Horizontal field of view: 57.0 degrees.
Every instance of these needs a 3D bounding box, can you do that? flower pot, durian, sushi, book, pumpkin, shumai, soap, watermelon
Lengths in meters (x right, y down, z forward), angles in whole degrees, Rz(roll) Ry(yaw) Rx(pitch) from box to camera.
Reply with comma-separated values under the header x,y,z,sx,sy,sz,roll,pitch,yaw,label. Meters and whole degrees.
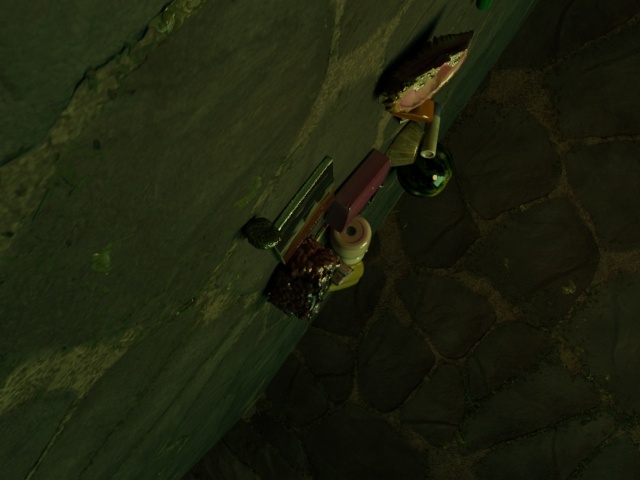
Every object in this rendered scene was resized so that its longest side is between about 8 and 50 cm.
x,y,z,sx,sy,sz,roll,pitch,yaw,label
0.049,0.119,2.417,0.179,0.195,0.195,-23,151,-47,flower pot
0.264,-0.447,1.582,0.341,0.112,0.191,-41,175,-24,durian
-0.042,0.123,1.944,0.236,0.171,0.270,-42,161,-51,sushi
-0.046,-0.071,1.650,0.262,0.028,0.374,-54,171,-8,book
0.340,-0.362,2.303,0.217,0.110,0.217,-52,165,-21,pumpkin
-0.136,-0.005,1.303,0.083,0.082,0.080,1,150,-27,shumai
0.000,0.000,2.164,0.232,0.022,0.162,-53,168,2,book
0.126,-0.167,1.991,0.259,0.081,0.181,-50,170,-25,soap
0.467,-0.318,2.655,0.269,0.269,0.269,-52,171,-12,watermelon

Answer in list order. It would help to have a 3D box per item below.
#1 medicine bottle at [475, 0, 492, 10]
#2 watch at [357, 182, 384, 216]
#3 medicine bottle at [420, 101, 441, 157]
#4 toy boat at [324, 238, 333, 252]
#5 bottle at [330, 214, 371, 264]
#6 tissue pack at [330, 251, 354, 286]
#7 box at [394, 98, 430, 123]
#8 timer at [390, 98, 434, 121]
x,y,z,sx,sy,sz,roll,pitch,yaw,label
0.494,-0.753,1.717,0.095,0.064,0.260,-53,172,-2,medicine bottle
0.158,-0.158,2.248,0.206,0.068,0.193,-48,171,-20,watch
0.442,-0.442,2.352,0.059,0.059,0.230,103,-2,-68,medicine bottle
0.048,0.004,2.292,0.210,0.084,0.066,-39,161,-24,toy boat
0.109,0.012,2.177,0.147,0.147,0.236,-51,165,-18,bottle
0.031,0.091,2.111,0.065,0.155,0.115,-56,168,18,tissue pack
0.327,-0.487,1.886,0.129,0.033,0.247,-30,159,-34,box
0.283,-0.437,1.734,0.132,0.132,0.152,-15,118,-76,timer
